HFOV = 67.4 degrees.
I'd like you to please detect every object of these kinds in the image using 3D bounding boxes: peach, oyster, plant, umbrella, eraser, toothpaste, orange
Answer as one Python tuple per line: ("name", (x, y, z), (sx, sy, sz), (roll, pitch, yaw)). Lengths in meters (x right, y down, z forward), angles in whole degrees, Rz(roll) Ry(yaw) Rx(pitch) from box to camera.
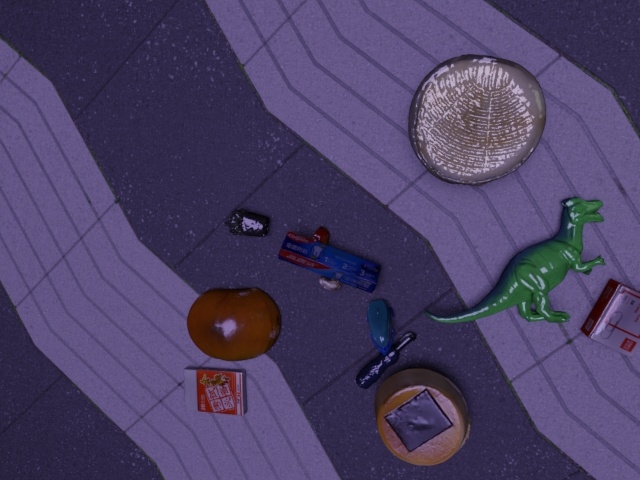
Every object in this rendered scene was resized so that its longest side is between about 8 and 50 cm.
("peach", (0.000, 0.000, 1.572), (0.050, 0.077, 0.083), (21, 57, 16))
("oyster", (0.037, 0.129, 1.573), (0.083, 0.038, 0.081), (35, 140, 26))
("plant", (-0.246, -0.055, 1.606), (0.143, 0.094, 0.092), (10, 109, 8))
("umbrella", (0.208, 0.380, 1.552), (0.071, 0.071, 0.248), (42, 99, 7))
("eraser", (-0.379, 0.539, 1.723), (0.230, 0.038, 0.158), (0, 96, 14))
("toothpaste", (0.030, 0.068, 1.512), (0.320, 0.077, 0.066), (20, 144, 0))
("orange", (-0.300, 0.289, 1.655), (0.309, 0.274, 0.275), (1, 97, -17))

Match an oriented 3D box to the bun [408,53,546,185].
("bun", (0.426, -0.336, 1.352), (0.363, 0.202, 0.365), (2, 101, 9))

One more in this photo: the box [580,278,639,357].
("box", (0.849, 0.217, 1.350), (0.133, 0.099, 0.182), (27, 102, 8))

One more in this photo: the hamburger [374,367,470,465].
("hamburger", (0.308, 0.540, 1.479), (0.299, 0.176, 0.301), (2, 96, 15))

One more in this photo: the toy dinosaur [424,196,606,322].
("toy dinosaur", (0.558, 0.063, 1.392), (0.498, 0.144, 0.376), (0, 91, 9))

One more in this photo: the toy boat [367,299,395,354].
("toy boat", (0.199, 0.287, 1.529), (0.091, 0.110, 0.175), (-13, 50, 14))
